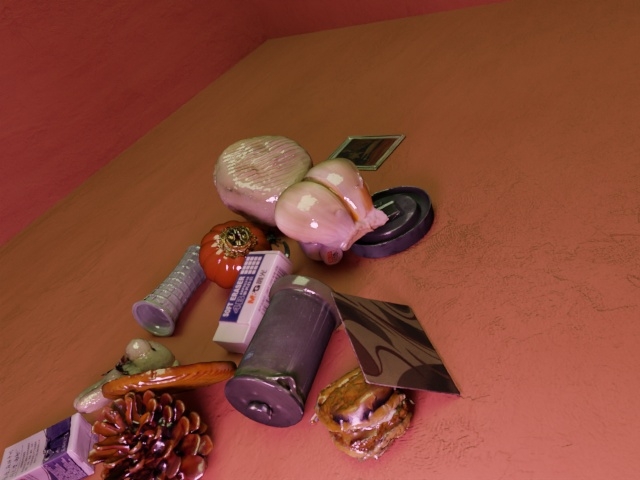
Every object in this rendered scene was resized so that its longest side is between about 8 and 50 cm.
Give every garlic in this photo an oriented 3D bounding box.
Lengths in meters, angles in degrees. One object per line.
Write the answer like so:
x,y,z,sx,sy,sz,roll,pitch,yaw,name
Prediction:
0.012,-0.105,1.852,0.286,0.249,0.313,-48,46,-3,garlic

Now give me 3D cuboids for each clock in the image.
0.195,-0.056,1.890,0.280,0.055,0.280,-20,32,13,clock

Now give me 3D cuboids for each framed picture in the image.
0.149,-0.324,2.356,0.273,0.016,0.216,6,44,42,framed picture

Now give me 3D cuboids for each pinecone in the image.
-0.382,0.444,1.406,0.264,0.264,0.264,-19,32,13,pinecone

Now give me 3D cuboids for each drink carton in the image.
-0.679,0.548,1.613,0.222,0.102,0.134,-26,33,1,drink carton

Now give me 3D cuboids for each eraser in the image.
-0.180,0.164,1.752,0.124,0.081,0.279,-2,56,38,eraser

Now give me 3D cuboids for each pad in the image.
0.156,0.217,1.426,0.220,0.004,0.330,12,25,-20,pad

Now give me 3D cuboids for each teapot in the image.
-0.100,0.275,1.519,0.270,0.200,0.337,-35,21,43,teapot

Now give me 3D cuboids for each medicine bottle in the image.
0.000,0.000,1.929,0.115,0.078,0.219,-19,29,-13,medicine bottle

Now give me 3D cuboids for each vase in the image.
-0.435,0.142,1.997,0.143,0.143,0.299,-6,35,31,vase

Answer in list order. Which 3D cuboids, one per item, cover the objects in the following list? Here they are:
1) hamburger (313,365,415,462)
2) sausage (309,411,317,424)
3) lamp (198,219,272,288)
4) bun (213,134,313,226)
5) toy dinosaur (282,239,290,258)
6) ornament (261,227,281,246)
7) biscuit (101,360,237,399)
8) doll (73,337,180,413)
0.085,0.335,1.333,0.183,0.130,0.206,-31,29,-12,hamburger
0.007,0.371,1.442,0.015,0.015,0.100,9,47,44,sausage
-0.254,0.043,1.946,0.223,0.196,0.223,5,56,-8,lamp
-0.177,-0.197,2.164,0.362,0.234,0.326,29,64,25,bun
-0.170,0.121,1.870,0.188,0.075,0.248,-7,58,23,toy dinosaur
-0.176,-0.005,2.118,0.073,0.028,0.125,-31,33,-7,ornament
-0.354,0.335,1.539,0.318,0.318,0.040,-17,73,15,biscuit
-0.523,0.353,1.707,0.278,0.149,0.175,-33,39,-29,doll
